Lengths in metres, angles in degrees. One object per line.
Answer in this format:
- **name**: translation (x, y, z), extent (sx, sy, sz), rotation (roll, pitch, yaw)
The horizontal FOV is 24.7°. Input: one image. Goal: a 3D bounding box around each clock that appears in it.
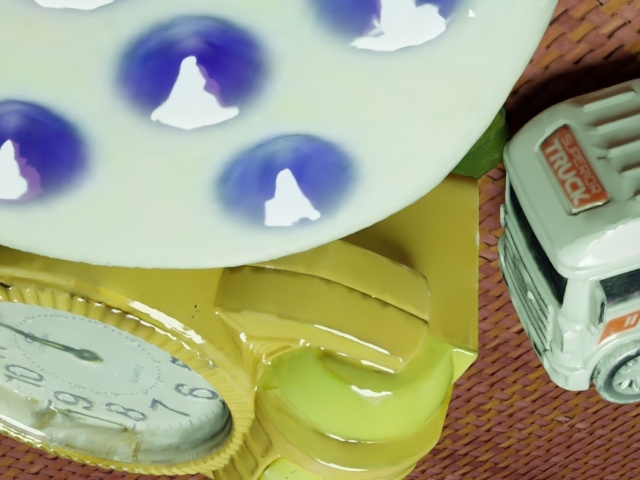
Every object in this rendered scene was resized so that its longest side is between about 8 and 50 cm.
- **clock**: translation (-0.085, 0.044, 0.882), extent (0.317, 0.200, 0.244), rotation (16, 145, -7)

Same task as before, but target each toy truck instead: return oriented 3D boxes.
- **toy truck**: translation (0.320, -0.045, 1.038), extent (0.388, 0.173, 0.207), rotation (-18, 139, -3)

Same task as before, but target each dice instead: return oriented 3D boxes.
- **dice**: translation (-0.073, -0.170, 0.694), extent (0.304, 0.277, 0.304), rotation (6, 138, -21)

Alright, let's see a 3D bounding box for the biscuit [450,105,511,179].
- **biscuit**: translation (0.000, 0.000, 1.046), extent (0.322, 0.038, 0.099), rotation (-35, 147, -3)
